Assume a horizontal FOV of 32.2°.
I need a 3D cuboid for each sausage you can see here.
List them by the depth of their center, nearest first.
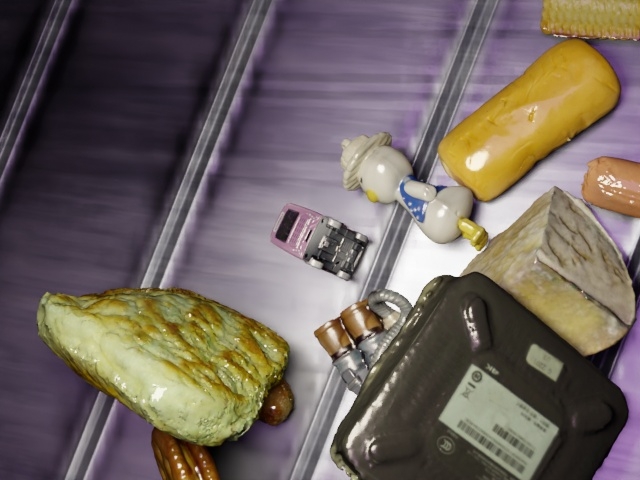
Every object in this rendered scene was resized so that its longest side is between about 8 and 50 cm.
[{"bbox_3d":[0.541,-0.062,1.690,0.289,0.086,0.086,17,87,18],"label":"sausage"}]

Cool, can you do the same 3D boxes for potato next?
[{"bbox_3d":[0.334,0.087,1.729,0.189,0.211,0.264,41,124,-14],"label":"potato"}]

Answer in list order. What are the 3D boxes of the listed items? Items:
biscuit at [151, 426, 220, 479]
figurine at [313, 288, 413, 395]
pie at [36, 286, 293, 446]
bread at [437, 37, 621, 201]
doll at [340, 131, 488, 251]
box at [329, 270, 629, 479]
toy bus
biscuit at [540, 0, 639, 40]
[{"bbox_3d":[-0.205,0.385,1.757,0.066,0.220,0.220,-19,75,-18],"label":"biscuit"},{"bbox_3d":[0.137,0.276,1.711,0.261,0.186,0.382,-38,77,33],"label":"figurine"},{"bbox_3d":[-0.245,0.173,1.714,0.395,0.418,0.180,25,95,20],"label":"pie"},{"bbox_3d":[0.330,-0.192,1.772,0.305,0.091,0.142,-39,68,7],"label":"bread"},{"bbox_3d":[0.143,-0.079,1.784,0.293,0.138,0.119,38,84,20],"label":"doll"},{"bbox_3d":[0.232,0.264,1.574,0.359,0.091,0.350,38,75,-9],"label":"box"},{"bbox_3d":[0.000,0.000,1.795,0.098,0.178,0.087,24,89,30],"label":"toy bus"},{"bbox_3d":[0.457,-0.446,1.800,0.172,0.029,0.254,8,84,17],"label":"biscuit"}]
